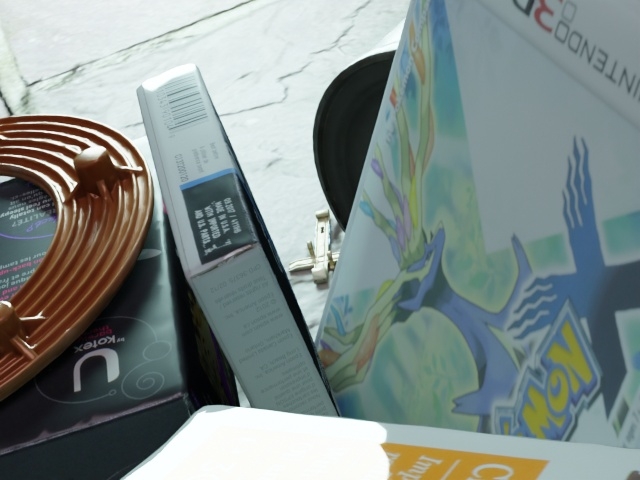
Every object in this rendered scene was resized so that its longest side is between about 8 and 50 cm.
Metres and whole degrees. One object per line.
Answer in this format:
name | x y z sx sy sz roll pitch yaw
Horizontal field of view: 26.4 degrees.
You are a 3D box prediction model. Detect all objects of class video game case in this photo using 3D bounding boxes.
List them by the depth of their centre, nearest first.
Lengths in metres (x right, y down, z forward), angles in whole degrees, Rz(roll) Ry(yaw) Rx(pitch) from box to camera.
video game case | 0.083 0.030 0.626 0.036 0.329 0.300 4 27 -23

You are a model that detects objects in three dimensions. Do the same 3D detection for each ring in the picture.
ring | -0.257 0.017 0.781 0.337 0.032 0.336 -14 34 9

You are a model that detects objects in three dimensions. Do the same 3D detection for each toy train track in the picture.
toy train track | 0.000 0.000 0.961 0.048 0.014 0.083 -11 34 9

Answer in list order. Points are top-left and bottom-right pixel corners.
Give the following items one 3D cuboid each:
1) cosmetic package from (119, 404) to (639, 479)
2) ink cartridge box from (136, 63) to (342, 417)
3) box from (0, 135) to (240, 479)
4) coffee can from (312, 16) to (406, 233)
cosmetic package | 0.118 0.175 0.345 0.453 0.161 0.230 2 19 25
ink cartridge box | -0.036 0.036 0.751 0.045 0.208 0.206 -21 35 -2
box | -0.140 0.080 0.790 0.165 0.143 0.270 -18 33 1
coffee can | 0.153 -0.100 0.871 0.202 0.201 0.275 12 43 35
